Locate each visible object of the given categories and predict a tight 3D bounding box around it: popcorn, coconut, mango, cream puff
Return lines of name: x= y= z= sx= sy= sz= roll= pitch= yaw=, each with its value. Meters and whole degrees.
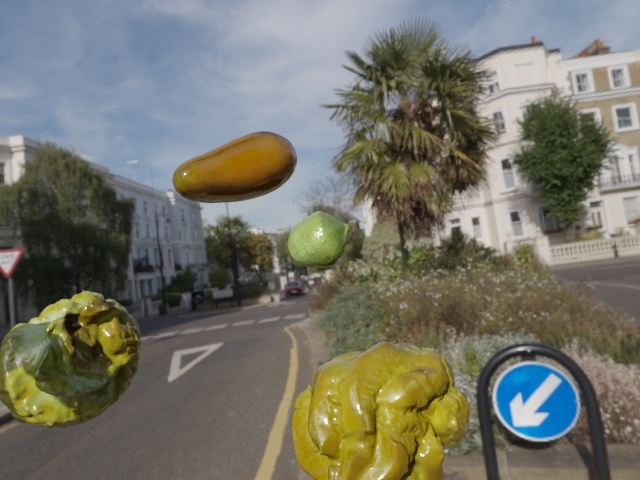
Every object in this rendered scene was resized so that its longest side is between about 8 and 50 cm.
popcorn: x=-0.407 y=0.196 z=0.722 sx=0.184 sy=0.204 sz=0.221 roll=-17 pitch=31 yaw=28
coconut: x=0.000 y=0.000 z=0.643 sx=0.096 sy=0.087 sz=0.088 roll=-24 pitch=-7 yaw=12
mango: x=-0.110 y=-0.091 z=0.578 sx=0.184 sy=0.084 sz=0.102 roll=-29 pitch=10 yaw=-37
cream puff: x=0.119 y=0.354 z=0.767 sx=0.291 sy=0.257 sz=0.324 roll=-30 pitch=-53 yaw=20
